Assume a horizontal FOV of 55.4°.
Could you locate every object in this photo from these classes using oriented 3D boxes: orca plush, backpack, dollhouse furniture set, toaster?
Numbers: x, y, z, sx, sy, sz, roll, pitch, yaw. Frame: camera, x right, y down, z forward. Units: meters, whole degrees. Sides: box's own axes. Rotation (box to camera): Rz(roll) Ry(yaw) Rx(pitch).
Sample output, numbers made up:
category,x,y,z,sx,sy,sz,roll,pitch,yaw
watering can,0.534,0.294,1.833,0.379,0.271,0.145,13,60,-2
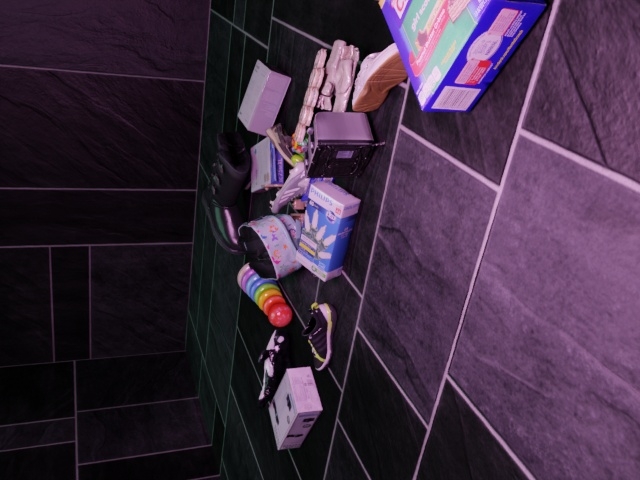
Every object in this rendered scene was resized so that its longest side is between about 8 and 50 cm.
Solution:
category,x,y,z,sx,sy,sz,roll,pitch,yaw
orca plush,-0.152,0.467,2.193,0.102,0.151,0.287,3,58,35
backpack,-0.157,0.019,2.061,0.225,0.191,0.253,66,166,-8
dollhouse furniture set,-0.124,-0.118,2.090,0.144,0.123,0.151,-172,82,-68
toaster,0.051,-0.247,1.611,0.168,0.186,0.110,113,151,-60

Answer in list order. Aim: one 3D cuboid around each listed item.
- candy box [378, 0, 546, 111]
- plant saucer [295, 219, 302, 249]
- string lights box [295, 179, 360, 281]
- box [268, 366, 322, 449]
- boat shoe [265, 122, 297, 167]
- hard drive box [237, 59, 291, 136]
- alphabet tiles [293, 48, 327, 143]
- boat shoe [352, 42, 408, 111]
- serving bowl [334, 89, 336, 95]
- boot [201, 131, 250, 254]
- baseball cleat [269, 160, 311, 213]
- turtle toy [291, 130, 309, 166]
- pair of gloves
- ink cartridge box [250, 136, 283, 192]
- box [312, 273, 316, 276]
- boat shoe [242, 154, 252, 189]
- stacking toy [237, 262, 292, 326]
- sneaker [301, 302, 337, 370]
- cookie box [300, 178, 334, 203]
category,x,y,z,sx,sy,sz,roll,pitch,yaw
candy box,0.251,-0.452,1.161,0.268,0.122,0.317,120,143,-53
plant saucer,-0.062,0.006,1.892,0.192,0.018,0.067,82,-174,-64
string lights box,0.018,-0.028,1.755,0.133,0.077,0.259,35,128,32
box,-0.092,0.581,2.097,0.290,0.087,0.169,113,148,-45
boat shoe,-0.116,-0.334,2.125,0.073,0.080,0.223,-41,55,8
hard drive box,-0.213,-0.529,2.261,0.232,0.089,0.181,-65,29,20
alphabet tiles,-0.033,-0.439,1.859,0.278,0.021,0.284,-115,40,-74
boat shoe,0.138,-0.411,1.468,0.277,0.098,0.096,143,122,-65
serving bowl,0.058,-0.455,1.747,0.083,0.027,0.083,-171,90,-72
boot,-0.359,-0.188,2.556,0.367,0.146,0.445,56,145,16
baseball cleat,-0.083,-0.154,1.980,0.206,0.109,0.072,-59,-2,28
turtle toy,-0.062,-0.305,2.006,0.095,0.066,0.130,-152,63,-65
pair of gloves,0.042,-0.442,1.675,0.240,0.042,0.204,-118,40,-61
ink cartridge box,-0.202,-0.295,2.355,0.311,0.065,0.185,171,98,-70
box,0.000,0.000,1.909,0.114,0.036,0.207,-115,32,-44
boat shoe,-0.331,-0.299,2.647,0.254,0.079,0.095,138,127,-62
stacking toy,-0.201,0.215,2.303,0.330,0.141,0.141,50,137,50
sneaker,-0.016,0.293,1.884,0.084,0.097,0.234,-136,49,-61
cookie box,-0.010,-0.157,1.877,0.091,0.040,0.107,-67,21,-9
